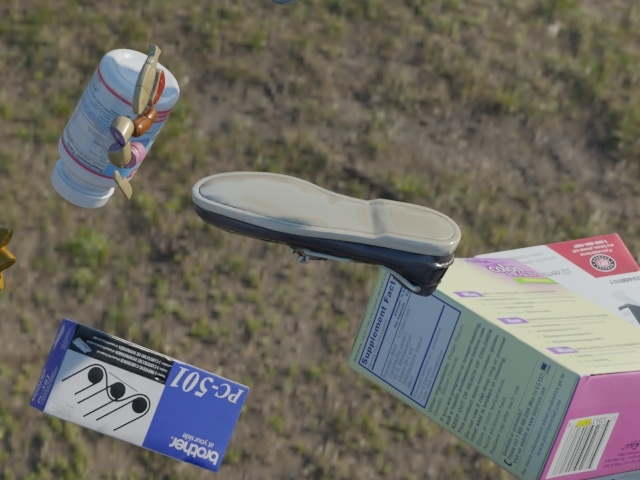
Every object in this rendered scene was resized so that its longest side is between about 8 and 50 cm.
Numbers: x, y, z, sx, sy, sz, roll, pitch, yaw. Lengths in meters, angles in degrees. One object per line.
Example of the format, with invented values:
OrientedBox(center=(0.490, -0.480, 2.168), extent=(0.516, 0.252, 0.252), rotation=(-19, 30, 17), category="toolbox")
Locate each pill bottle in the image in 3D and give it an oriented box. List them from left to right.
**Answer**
OrientedBox(center=(-0.217, -0.112, 1.698), extent=(0.087, 0.160, 0.087), rotation=(24, 33, -17), category="pill bottle")

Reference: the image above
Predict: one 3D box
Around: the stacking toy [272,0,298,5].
OrientedBox(center=(-0.013, -0.272, 0.980), extent=(0.130, 0.279, 0.308), rotation=(-15, 80, 17), category="stacking toy")

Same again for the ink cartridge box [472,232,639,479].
OrientedBox(center=(0.291, 0.137, 1.799), extent=(0.197, 0.114, 0.273), rotation=(-9, 51, -23), category="ink cartridge box")

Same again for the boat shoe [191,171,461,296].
OrientedBox(center=(0.000, 0.000, 1.248), extent=(0.206, 0.065, 0.075), rotation=(11, 32, -5), category="boat shoe")

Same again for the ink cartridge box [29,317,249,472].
OrientedBox(center=(-0.184, 0.160, 1.687), extent=(0.207, 0.097, 0.046), rotation=(24, -7, -27), category="ink cartridge box")

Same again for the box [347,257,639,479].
OrientedBox(center=(0.192, 0.117, 1.558), extent=(0.243, 0.117, 0.214), rotation=(32, 20, 37), category="box")

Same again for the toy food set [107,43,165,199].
OrientedBox(center=(-0.159, -0.101, 1.408), extent=(0.019, 0.078, 0.122), rotation=(14, 73, 11), category="toy food set")

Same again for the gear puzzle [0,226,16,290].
OrientedBox(center=(-0.401, 0.094, 1.437), extent=(0.339, 0.044, 0.175), rotation=(-36, 68, 8), category="gear puzzle")
